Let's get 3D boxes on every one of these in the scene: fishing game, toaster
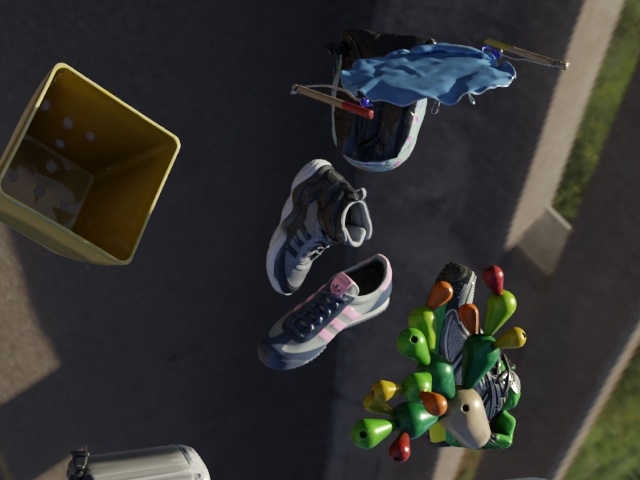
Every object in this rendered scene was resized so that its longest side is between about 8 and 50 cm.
[{"bbox_3d":[0.110,-0.165,1.256,0.264,0.189,0.041,-19,118,-30],"label":"fishing game"},{"bbox_3d":[-0.202,0.322,1.358,0.146,0.129,0.227,-7,103,-20],"label":"toaster"}]

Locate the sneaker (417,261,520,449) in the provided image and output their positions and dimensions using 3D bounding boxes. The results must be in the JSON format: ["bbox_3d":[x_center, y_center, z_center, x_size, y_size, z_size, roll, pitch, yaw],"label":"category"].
[{"bbox_3d":[0.231,0.176,1.815,0.134,0.146,0.343,-62,148,-47],"label":"sneaker"}]

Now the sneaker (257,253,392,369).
[{"bbox_3d":[0.009,0.125,2.293,0.319,0.112,0.131,-33,150,-31],"label":"sneaker"}]

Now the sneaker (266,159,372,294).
[{"bbox_3d":[0.000,0.000,2.176,0.101,0.153,0.268,-7,121,-50],"label":"sneaker"}]

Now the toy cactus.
[{"bbox_3d":[0.133,0.146,1.197,0.219,0.112,0.180,-50,132,-20],"label":"toy cactus"}]

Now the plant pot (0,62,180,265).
[{"bbox_3d":[-0.363,-0.089,1.706,0.212,0.187,0.212,33,63,-27],"label":"plant pot"}]

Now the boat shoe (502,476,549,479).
[{"bbox_3d":[0.247,0.470,1.960,0.306,0.105,0.113,-13,125,27],"label":"boat shoe"}]

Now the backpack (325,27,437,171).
[{"bbox_3d":[0.083,-0.184,1.623,0.115,0.152,0.182,21,77,-73],"label":"backpack"}]
